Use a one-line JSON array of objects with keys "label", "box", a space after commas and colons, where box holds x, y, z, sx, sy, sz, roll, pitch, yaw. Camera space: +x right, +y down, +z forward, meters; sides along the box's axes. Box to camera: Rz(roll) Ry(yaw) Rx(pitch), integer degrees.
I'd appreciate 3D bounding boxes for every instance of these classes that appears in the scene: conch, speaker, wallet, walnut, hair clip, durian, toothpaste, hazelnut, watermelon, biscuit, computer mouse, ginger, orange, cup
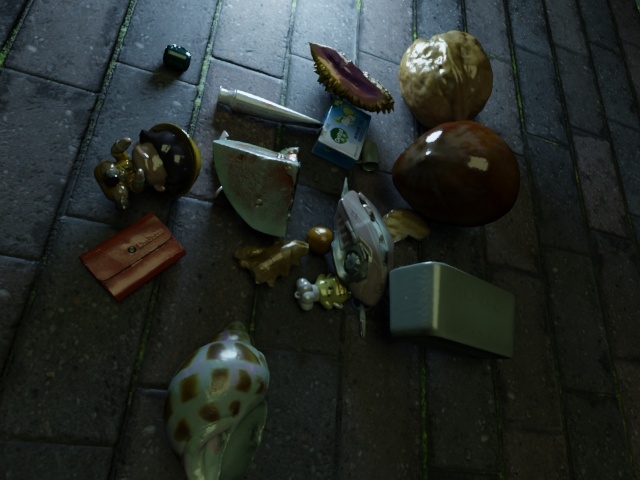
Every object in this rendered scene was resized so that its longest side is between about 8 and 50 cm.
[{"label": "conch", "box": [-0.212, 0.342, 0.997, 0.367, 0.197, 0.249, -57, 132, -34]}, {"label": "speaker", "box": [-0.423, -0.555, 1.364, 0.076, 0.060, 0.094, 16, 63, -17]}, {"label": "speaker", "box": [0.366, 0.205, 1.248, 0.407, 0.183, 0.184, 21, 64, -35]}, {"label": "wallet", "box": [-0.450, 0.036, 1.110, 0.142, 0.045, 0.204, 48, 59, 3]}, {"label": "walnut", "box": [0.434, -0.543, 1.577, 0.307, 0.306, 0.343, -7, 70, -25]}, {"label": "hair clip", "box": [-0.280, -0.213, 1.292, 0.072, 0.034, 0.225, -5, 70, -23]}, {"label": "durian", "box": [0.092, -0.500, 1.493, 0.341, 0.191, 0.112, 36, 90, 3]}, {"label": "toothpaste", "box": [-0.150, -0.394, 1.396, 0.324, 0.100, 0.066, 14, 90, -14]}, {"label": "hazelnut", "box": [0.406, -0.199, 1.372, 0.366, 0.366, 0.365, 8, 66, -19]}, {"label": "watermelon", "box": [-0.148, -0.196, 1.215, 0.290, 0.214, 0.319, 38, 54, -26]}, {"label": "biscuit", "box": [0.254, -0.042, 1.422, 0.183, 0.061, 0.118, -8, 70, -27]}, {"label": "computer mouse", "box": [0.131, -0.009, 1.289, 0.200, 0.115, 0.388, 11, 66, -46]}, {"label": "ginger", "box": [-0.120, 0.055, 1.217, 0.206, 0.081, 0.115, -10, 41, -17]}, {"label": "orange", "box": [0.000, 0.000, 1.291, 0.085, 0.085, 0.084, 8, 66, -19]}, {"label": "cup", "box": [0.152, -0.271, 1.491, 0.054, 0.075, 0.083, 36, 47, -49]}]

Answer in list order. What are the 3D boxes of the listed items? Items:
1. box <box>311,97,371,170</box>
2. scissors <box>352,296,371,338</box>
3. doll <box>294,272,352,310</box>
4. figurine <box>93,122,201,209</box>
[{"label": "box", "box": [0.069, -0.342, 1.465, 0.139, 0.073, 0.194, 24, 62, -12]}, {"label": "scissors", "box": [0.116, 0.215, 1.282, 0.058, 0.014, 0.119, 9, 62, -14]}, {"label": "doll", "box": [0.005, 0.140, 1.242, 0.163, 0.062, 0.105, -6, 66, -23]}, {"label": "figurine", "box": [-0.426, -0.185, 1.144, 0.257, 0.167, 0.192, -25, 101, -30]}]
